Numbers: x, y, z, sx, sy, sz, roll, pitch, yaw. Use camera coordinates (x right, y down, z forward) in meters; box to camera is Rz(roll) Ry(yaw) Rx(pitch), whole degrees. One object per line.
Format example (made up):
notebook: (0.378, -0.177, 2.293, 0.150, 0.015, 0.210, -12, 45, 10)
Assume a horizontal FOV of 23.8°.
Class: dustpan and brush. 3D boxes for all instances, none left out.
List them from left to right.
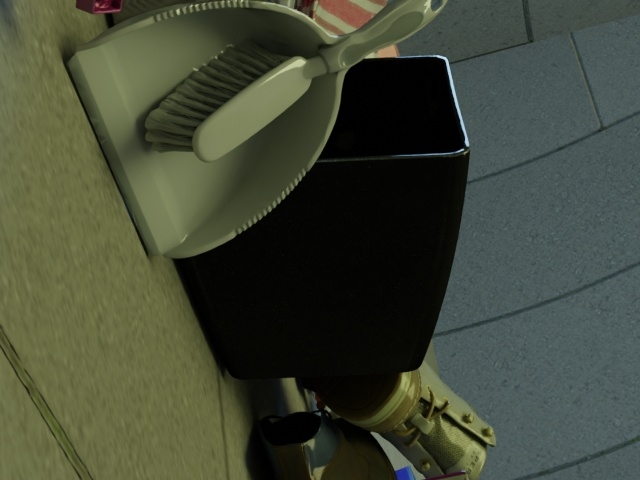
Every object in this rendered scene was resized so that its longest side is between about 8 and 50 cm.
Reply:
dustpan and brush: (-0.019, -0.091, 0.841, 0.060, 0.211, 0.147, 26, -35, 45)

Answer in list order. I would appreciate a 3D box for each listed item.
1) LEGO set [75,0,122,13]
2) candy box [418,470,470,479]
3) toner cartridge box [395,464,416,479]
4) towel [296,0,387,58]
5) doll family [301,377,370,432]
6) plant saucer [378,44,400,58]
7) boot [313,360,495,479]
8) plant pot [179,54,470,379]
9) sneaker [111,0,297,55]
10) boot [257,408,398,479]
LEGO set: (-0.135, -0.219, 0.655, 0.087, 0.093, 0.227, -17, 124, -50)
candy box: (0.015, 0.193, 0.716, 0.233, 0.159, 0.071, 67, 12, -58)
toner cartridge box: (0.088, 0.327, 1.195, 0.348, 0.075, 0.165, -107, 174, -74)
towel: (0.017, -0.156, 1.140, 0.144, 0.029, 0.197, 8, 90, -67)
doll family: (0.017, 0.121, 1.307, 0.111, 0.076, 0.193, -65, 136, -73)
plant saucer: (-0.002, -0.180, 1.360, 0.332, 0.084, 0.332, 155, -90, -83)
boot: (0.067, 0.124, 1.120, 0.165, 0.077, 0.213, 47, 1, -18)
plant pot: (-0.002, -0.011, 1.001, 0.187, 0.188, 0.167, -91, 179, -66)
sneaker: (-0.064, -0.181, 1.011, 0.180, 0.124, 0.321, 63, 14, -58)
boot: (0.006, 0.150, 1.078, 0.219, 0.082, 0.106, -79, 157, -71)
